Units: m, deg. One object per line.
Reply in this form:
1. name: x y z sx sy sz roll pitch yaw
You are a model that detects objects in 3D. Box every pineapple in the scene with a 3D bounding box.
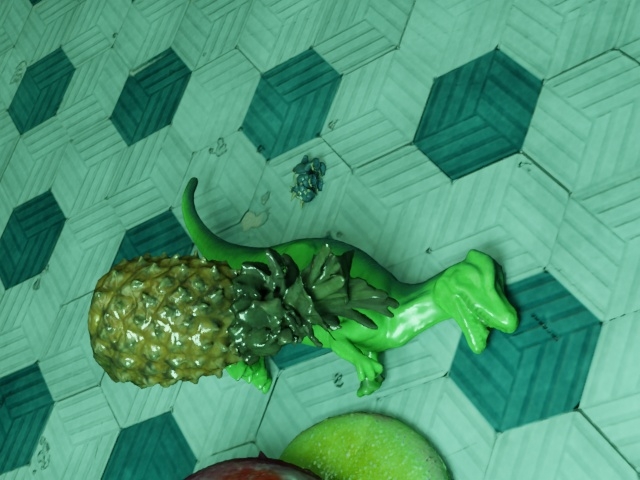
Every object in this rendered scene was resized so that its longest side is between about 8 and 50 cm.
1. pineapple: -0.085 0.083 1.306 0.341 0.169 0.169 -5 60 16

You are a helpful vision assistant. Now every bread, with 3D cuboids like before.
1. bread: 0.026 0.337 1.304 0.301 0.045 0.301 -20 56 32

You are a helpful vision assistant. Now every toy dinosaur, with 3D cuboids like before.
1. toy dinosaur: 0.000 0.000 1.467 0.374 0.144 0.500 -34 52 15
2. toy dinosaur: -0.021 -0.086 1.613 0.047 0.030 0.083 -10 59 35

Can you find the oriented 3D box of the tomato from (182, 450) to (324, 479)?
1. tomato: -0.091 0.378 1.232 0.290 0.176 0.334 -16 62 35
